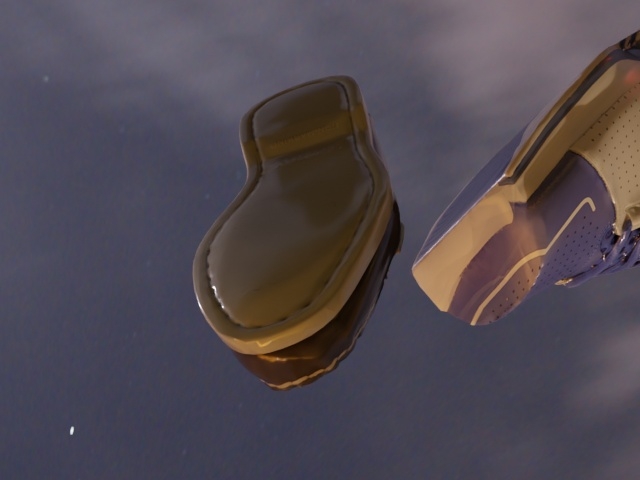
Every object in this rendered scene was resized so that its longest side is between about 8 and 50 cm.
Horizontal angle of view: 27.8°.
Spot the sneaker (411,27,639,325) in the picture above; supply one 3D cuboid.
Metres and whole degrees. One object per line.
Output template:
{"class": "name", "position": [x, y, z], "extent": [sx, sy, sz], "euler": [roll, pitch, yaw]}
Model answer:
{"class": "sneaker", "position": [0.211, -0.028, 0.760], "extent": [0.182, 0.127, 0.315], "euler": [47, -132, 5]}

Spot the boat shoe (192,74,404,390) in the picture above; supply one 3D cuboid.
{"class": "boat shoe", "position": [0.000, 0.000, 0.552], "extent": [0.081, 0.069, 0.228], "euler": [-15, -154, 11]}
